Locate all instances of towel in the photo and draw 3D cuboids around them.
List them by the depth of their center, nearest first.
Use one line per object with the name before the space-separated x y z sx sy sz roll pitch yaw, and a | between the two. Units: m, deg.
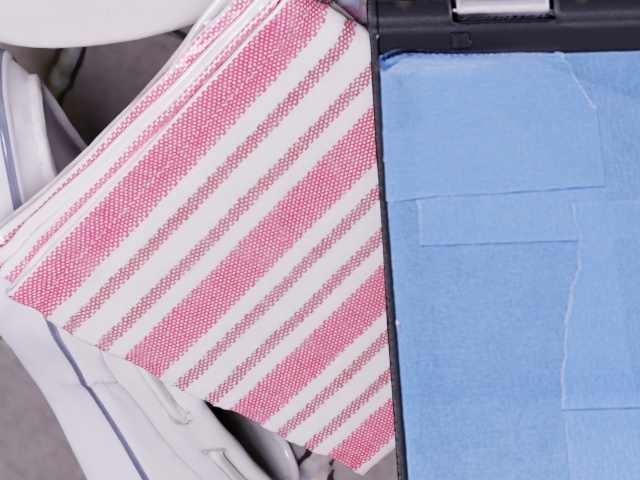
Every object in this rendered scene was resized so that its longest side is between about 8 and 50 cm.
towel | 0.000 0.000 0.609 0.144 0.029 0.197 -44 131 17

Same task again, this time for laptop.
laptop | 0.206 -0.083 0.430 0.382 0.236 0.408 -2 117 -2

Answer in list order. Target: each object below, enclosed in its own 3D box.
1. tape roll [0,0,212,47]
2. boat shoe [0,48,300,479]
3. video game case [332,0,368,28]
tape roll | -0.088 -0.212 0.594 0.286 0.100 0.286 6 113 14
boat shoe | -0.071 0.022 0.673 0.084 0.095 0.258 -14 137 6
video game case | 0.053 -0.056 0.606 0.119 0.015 0.166 -18 135 1
